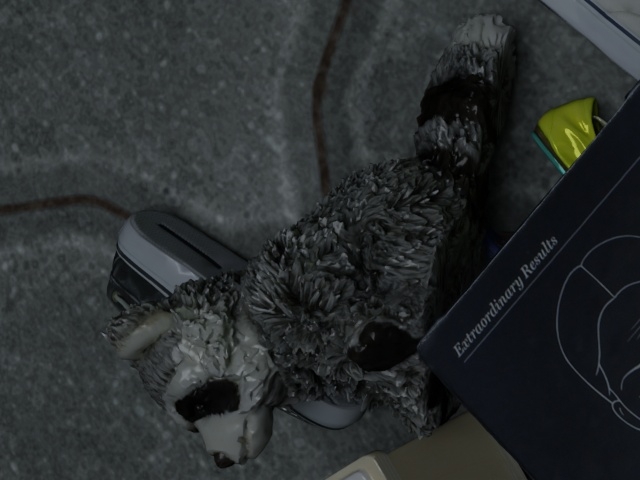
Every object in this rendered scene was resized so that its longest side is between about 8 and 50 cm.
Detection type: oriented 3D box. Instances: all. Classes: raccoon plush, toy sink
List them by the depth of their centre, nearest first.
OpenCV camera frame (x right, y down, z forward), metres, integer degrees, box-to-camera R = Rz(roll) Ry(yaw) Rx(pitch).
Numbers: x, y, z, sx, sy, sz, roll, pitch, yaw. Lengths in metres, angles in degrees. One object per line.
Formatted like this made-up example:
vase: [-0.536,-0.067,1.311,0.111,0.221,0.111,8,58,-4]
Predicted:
toy sink: [0.063,0.260,1.427,0.153,0.234,0.131,-39,77,41]
raccoon plush: [0.000,0.000,1.441,0.299,0.216,0.446,7,56,21]

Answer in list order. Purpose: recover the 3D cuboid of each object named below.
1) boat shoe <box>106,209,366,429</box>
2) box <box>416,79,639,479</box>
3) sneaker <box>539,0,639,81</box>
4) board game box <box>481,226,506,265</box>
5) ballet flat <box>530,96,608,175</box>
boat shoe: [-0.086,0.099,1.592,0.335,0.121,0.119,39,122,29]
box: [0.327,0.113,1.180,0.395,0.212,0.293,47,109,25]
sneaker: [0.291,-0.188,1.365,0.258,0.094,0.091,42,103,15]
board game box: [0.182,0.104,1.479,0.201,0.035,0.136,47,113,17]
ballet flat: [0.276,-0.030,1.400,0.077,0.077,0.231,-33,76,10]
